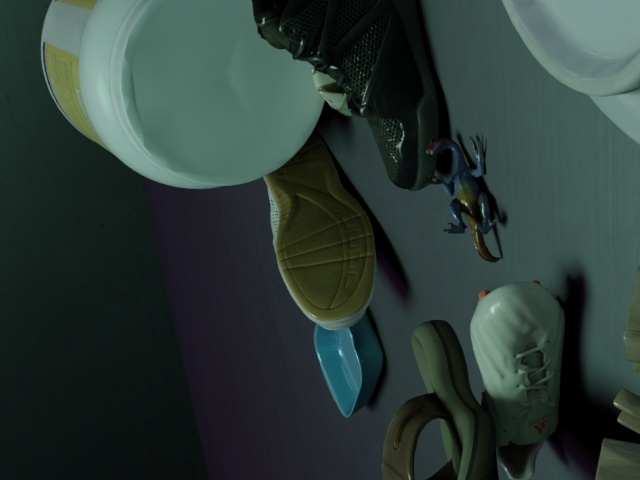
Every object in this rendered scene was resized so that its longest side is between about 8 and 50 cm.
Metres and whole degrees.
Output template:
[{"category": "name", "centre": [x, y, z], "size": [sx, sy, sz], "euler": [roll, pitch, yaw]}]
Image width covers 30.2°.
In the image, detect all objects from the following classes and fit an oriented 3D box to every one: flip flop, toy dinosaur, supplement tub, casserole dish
[{"category": "flip flop", "centre": [0.081, 0.148, 0.842], "size": [0.277, 0.080, 0.112], "euler": [-98, -1, -63]}, {"category": "toy dinosaur", "centre": [0.104, -0.038, 0.905], "size": [0.090, 0.047, 0.082], "euler": [73, -172, -45]}, {"category": "supplement tub", "centre": [-0.148, -0.186, 1.239], "size": [0.331, 0.241, 0.241], "euler": [-149, 44, -63]}, {"category": "casserole dish", "centre": [0.033, 0.128, 1.349], "size": [0.188, 0.037, 0.114], "euler": [104, 147, -61]}]

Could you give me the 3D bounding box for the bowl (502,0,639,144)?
[{"category": "bowl", "centre": [0.148, -0.138, 0.449], "size": [0.298, 0.134, 0.297], "euler": [163, 90, -75]}]

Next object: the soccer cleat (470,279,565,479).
[{"category": "soccer cleat", "centre": [0.145, 0.101, 0.846], "size": [0.196, 0.068, 0.076], "euler": [80, 179, -52]}]

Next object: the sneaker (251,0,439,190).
[{"category": "sneaker", "centre": [0.018, -0.139, 0.935], "size": [0.087, 0.130, 0.227], "euler": [-141, 35, -68]}]

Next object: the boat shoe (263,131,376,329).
[{"category": "boat shoe", "centre": [0.000, 0.000, 1.224], "size": [0.277, 0.098, 0.096], "euler": [-105, 5, -46]}]

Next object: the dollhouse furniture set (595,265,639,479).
[{"category": "dollhouse furniture set", "centre": [0.218, 0.123, 0.653], "size": [0.182, 0.101, 0.160], "euler": [56, -134, -59]}]

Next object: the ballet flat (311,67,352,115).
[{"category": "ballet flat", "centre": [0.016, -0.157, 1.064], "size": [0.168, 0.052, 0.057], "euler": [113, 139, -68]}]
